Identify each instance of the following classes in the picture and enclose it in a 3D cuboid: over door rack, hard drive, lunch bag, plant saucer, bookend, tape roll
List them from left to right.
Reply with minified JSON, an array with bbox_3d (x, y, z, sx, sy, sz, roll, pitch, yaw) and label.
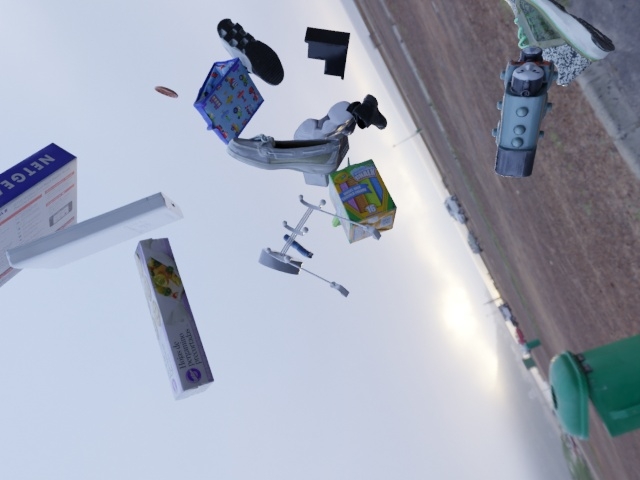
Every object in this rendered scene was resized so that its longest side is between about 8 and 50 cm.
[{"bbox_3d":[-0.531,-0.020,1.140,0.233,0.353,0.047,150,97,-82],"label":"hard drive"},{"bbox_3d":[-0.541,-0.524,1.628,0.083,0.083,0.013,21,-95,-68],"label":"plant saucer"},{"bbox_3d":[-0.378,-0.547,1.865,0.221,0.138,0.293,55,-134,-47],"label":"lunch bag"},{"bbox_3d":[-0.200,0.105,2.327,0.219,0.072,0.219,18,-178,-1],"label":"tape roll"},{"bbox_3d":[0.000,0.000,1.503,0.324,0.239,0.108,26,168,26],"label":"over door rack"},{"bbox_3d":[0.021,-0.674,1.675,0.157,0.156,0.072,96,-179,-62],"label":"bookend"}]

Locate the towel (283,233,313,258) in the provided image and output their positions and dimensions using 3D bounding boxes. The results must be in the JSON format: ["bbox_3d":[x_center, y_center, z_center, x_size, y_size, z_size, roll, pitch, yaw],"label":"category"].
[{"bbox_3d":[-0.081,0.022,1.667,0.119,0.029,0.067,38,-177,20],"label":"towel"}]

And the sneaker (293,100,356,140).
[{"bbox_3d":[0.035,-0.424,1.761,0.153,0.269,0.101,0,-112,-61],"label":"sneaker"}]

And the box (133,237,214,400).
[{"bbox_3d":[-0.295,0.145,0.914,0.063,0.067,0.324,-8,-117,-35],"label":"box"}]

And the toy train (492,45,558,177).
[{"bbox_3d":[0.537,-0.330,1.232,0.334,0.142,0.190,79,-153,-43],"label":"toy train"}]

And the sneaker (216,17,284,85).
[{"bbox_3d":[-0.279,-0.750,1.896,0.330,0.122,0.146,45,168,-2],"label":"sneaker"}]

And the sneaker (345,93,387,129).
[{"bbox_3d":[0.133,-0.346,1.310,0.051,0.089,0.170,26,168,33],"label":"sneaker"}]

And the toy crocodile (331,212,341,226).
[{"bbox_3d":[0.178,-0.138,2.054,0.105,0.115,0.340,44,-136,19],"label":"toy crocodile"}]

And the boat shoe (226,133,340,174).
[{"bbox_3d":[-0.104,-0.260,1.318,0.118,0.320,0.103,-103,23,-61],"label":"boat shoe"}]

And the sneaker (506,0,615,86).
[{"bbox_3d":[0.630,-0.605,1.354,0.158,0.182,0.410,-8,-127,-40],"label":"sneaker"}]

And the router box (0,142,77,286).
[{"bbox_3d":[-0.806,-0.059,1.246,0.082,0.301,0.335,31,-136,-1],"label":"router box"}]

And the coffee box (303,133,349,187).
[{"bbox_3d":[0.024,-0.411,2.155,0.168,0.119,0.297,76,-147,-46],"label":"coffee box"}]

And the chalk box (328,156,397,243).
[{"bbox_3d":[0.137,-0.169,1.710,0.180,0.179,0.289,83,165,-65],"label":"chalk box"}]
